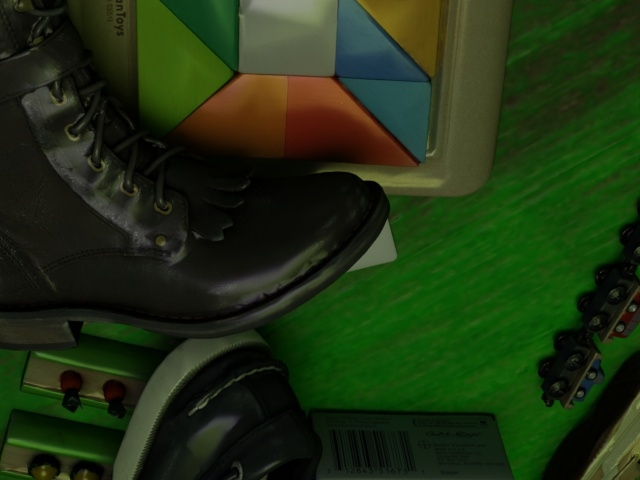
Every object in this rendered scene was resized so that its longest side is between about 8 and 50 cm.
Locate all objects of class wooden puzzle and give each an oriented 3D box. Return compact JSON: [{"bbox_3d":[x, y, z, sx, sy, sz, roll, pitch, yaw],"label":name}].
[{"bbox_3d":[-0.014,-0.118,0.754,0.238,0.044,0.221,-1,122,-5],"label":"wooden puzzle"}]

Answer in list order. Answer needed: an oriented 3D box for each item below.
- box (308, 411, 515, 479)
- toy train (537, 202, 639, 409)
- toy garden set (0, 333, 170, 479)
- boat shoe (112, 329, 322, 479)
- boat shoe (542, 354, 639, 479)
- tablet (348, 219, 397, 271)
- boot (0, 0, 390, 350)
[{"bbox_3d":[0.050,0.185,0.933,0.126,0.072,0.137,2,121,-7],"label":"box"},{"bbox_3d":[0.180,0.041,0.884,0.036,0.027,0.158,13,120,-25],"label":"toy train"},{"bbox_3d":[-0.203,0.164,0.909,0.203,0.049,0.244,14,120,-14],"label":"toy garden set"},{"bbox_3d":[-0.075,0.215,0.894,0.127,0.113,0.340,-8,129,-47],"label":"boat shoe"},{"bbox_3d":[0.188,0.137,0.929,0.045,0.050,0.135,26,116,-14],"label":"boat shoe"},{"bbox_3d":[0.000,0.000,0.852,0.083,0.006,0.054,-14,122,4],"label":"tablet"},{"bbox_3d":[-0.116,-0.060,0.717,0.263,0.091,0.229,-12,121,13],"label":"boot"}]
